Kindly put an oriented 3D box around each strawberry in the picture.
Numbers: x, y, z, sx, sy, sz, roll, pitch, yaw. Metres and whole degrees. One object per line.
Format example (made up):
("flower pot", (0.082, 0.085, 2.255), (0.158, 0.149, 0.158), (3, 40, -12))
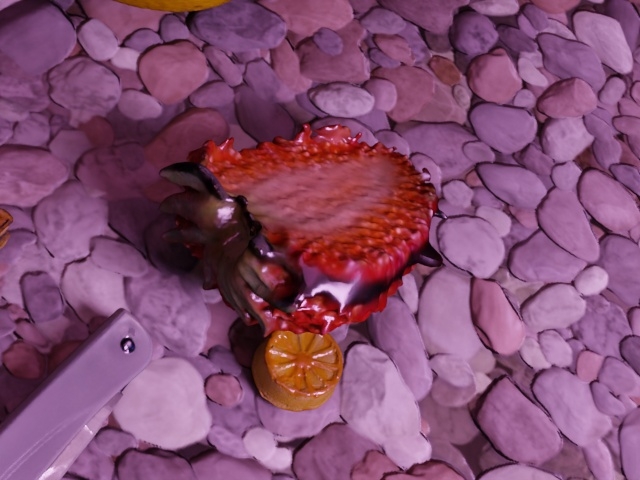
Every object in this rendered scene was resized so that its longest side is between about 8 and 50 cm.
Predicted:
("strawberry", (0.000, 0.000, 1.265), (0.233, 0.138, 0.306), (41, 32, 27))

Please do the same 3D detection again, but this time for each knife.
("knife", (-0.231, 0.163, 1.116), (0.073, 0.040, 0.265), (44, 52, -6))

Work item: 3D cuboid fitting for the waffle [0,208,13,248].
("waffle", (-0.362, -0.022, 1.173), (0.148, 0.042, 0.102), (36, 54, 2))

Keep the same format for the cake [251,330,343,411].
("cake", (-0.021, 0.117, 1.229), (0.084, 0.044, 0.084), (10, 57, -15))

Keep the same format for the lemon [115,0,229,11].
("lemon", (-0.173, -0.360, 1.347), (0.319, 0.245, 0.245), (13, 54, 2))
